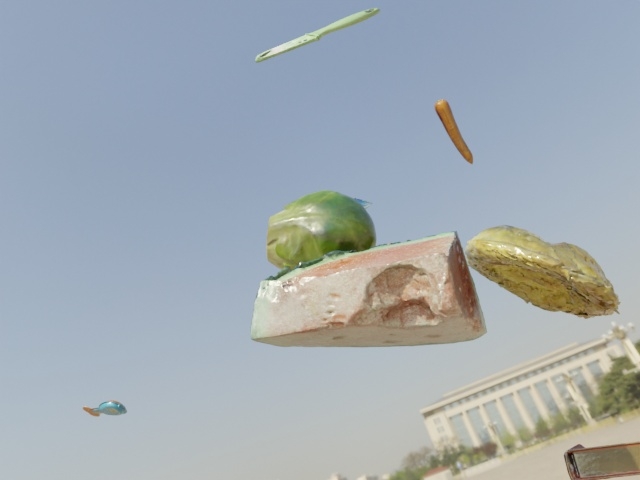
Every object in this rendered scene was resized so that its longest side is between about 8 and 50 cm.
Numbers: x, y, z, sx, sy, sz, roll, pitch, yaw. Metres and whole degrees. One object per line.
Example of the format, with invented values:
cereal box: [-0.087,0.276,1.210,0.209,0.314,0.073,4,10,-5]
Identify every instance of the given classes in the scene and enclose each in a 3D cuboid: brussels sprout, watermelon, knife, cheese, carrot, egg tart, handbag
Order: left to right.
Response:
cheese: [-0.420,0.330,1.042,0.111,0.017,0.047,-17,-56,28]
knife: [-0.004,-0.314,0.818,0.207,0.030,0.014,-22,-48,-1]
brussels sprout: [0.001,-0.003,0.888,0.181,0.143,0.161,17,-64,4]
watermelon: [0.072,0.058,0.677,0.319,0.147,0.226,1,-14,-15]
carrot: [0.344,-0.275,1.368,0.037,0.037,0.190,-28,-72,10]
egg tart: [0.349,0.040,0.841,0.232,0.252,0.098,34,-100,-46]
handbag: [0.485,0.342,0.834,0.190,0.062,0.127,-16,-28,17]

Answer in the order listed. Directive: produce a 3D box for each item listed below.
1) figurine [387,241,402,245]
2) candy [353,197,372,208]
figurine: [0.219,0.050,1.339,0.143,0.101,0.068,10,-50,21]
candy: [0.043,-0.065,1.236,0.136,0.088,0.038,-34,-59,-23]
